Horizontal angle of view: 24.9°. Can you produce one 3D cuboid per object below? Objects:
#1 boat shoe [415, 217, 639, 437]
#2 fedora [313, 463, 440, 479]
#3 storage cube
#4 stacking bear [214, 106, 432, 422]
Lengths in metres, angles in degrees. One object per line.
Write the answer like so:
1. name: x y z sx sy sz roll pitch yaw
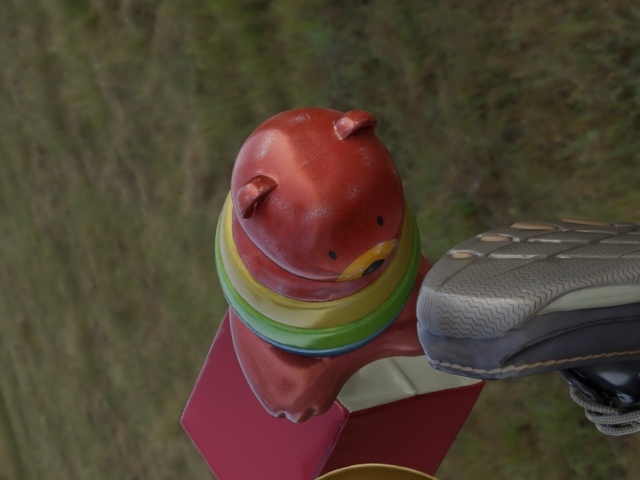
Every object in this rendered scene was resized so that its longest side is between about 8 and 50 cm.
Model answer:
1. boat shoe: 0.205 0.055 0.811 0.132 0.355 0.130 12 104 54
2. fedora: 0.031 0.243 0.936 0.079 0.194 0.194 -29 -76 -75
3. storage cube: 0.010 0.158 1.404 0.215 0.183 0.193 49 130 34
4. stacking bear: 0.000 0.000 1.037 0.164 0.175 0.289 58 171 17
